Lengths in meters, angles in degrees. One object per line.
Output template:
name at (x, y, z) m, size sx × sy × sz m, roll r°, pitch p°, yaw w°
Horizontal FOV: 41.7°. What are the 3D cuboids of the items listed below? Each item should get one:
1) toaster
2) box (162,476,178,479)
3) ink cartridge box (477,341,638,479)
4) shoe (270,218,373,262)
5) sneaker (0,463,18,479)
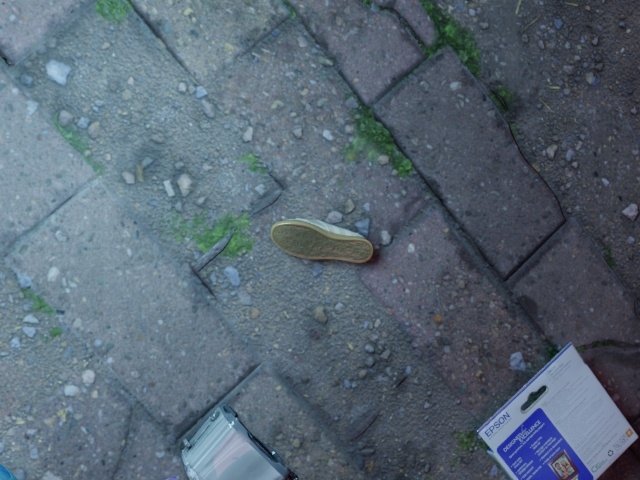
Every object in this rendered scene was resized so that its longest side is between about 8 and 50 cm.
toaster at (-0.169, 0.447, 1.668) m, size 0.146 × 0.129 × 0.227 m, roll -44°, pitch 107°, yaw -7°
box at (-0.359, 0.633, 1.652) m, size 0.201 × 0.057 × 0.293 m, roll -9°, pitch 96°, yaw -18°
ink cartridge box at (0.536, 0.436, 1.923) m, size 0.304 × 0.072 × 0.307 m, roll -40°, pitch 102°, yaw -10°
shoe at (0.000, 0.000, 1.735) m, size 0.219 × 0.058 × 0.076 m, roll 13°, pitch 109°, yaw -14°
sneaker at (-0.614, 0.542, 1.532) m, size 0.208 × 0.127 × 0.319 m, roll -41°, pitch 103°, yaw -13°
